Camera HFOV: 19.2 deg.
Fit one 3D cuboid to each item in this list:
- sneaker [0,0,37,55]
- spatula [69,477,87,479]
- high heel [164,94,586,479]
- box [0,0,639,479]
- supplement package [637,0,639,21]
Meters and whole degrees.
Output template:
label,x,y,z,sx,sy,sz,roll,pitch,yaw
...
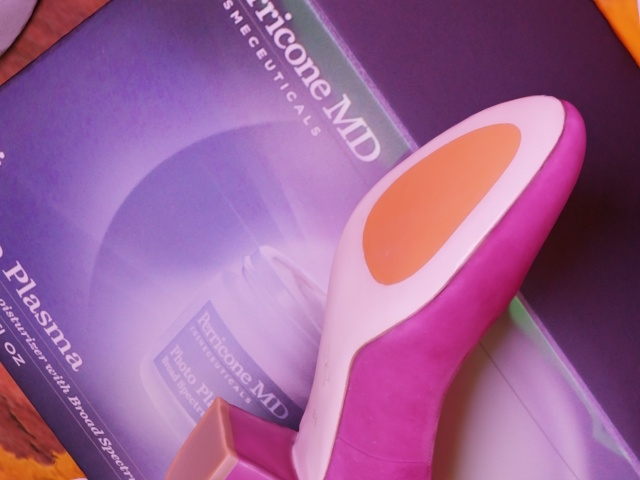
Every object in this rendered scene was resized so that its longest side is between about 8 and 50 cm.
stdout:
label,x,y,z,sx,sy,sz,roll,pitch,yaw
sneaker,-0.195,-0.162,0.997,0.094,0.080,0.212,49,127,15
spatula,-0.036,0.212,1.097,0.168,0.019,0.242,-25,108,2
high heel,0.049,0.052,0.735,0.117,0.082,0.244,26,116,-26
box,0.000,0.000,0.885,0.294,0.183,0.296,-30,99,41
supplement package,0.235,-0.094,0.687,0.204,0.145,0.262,6,120,32
